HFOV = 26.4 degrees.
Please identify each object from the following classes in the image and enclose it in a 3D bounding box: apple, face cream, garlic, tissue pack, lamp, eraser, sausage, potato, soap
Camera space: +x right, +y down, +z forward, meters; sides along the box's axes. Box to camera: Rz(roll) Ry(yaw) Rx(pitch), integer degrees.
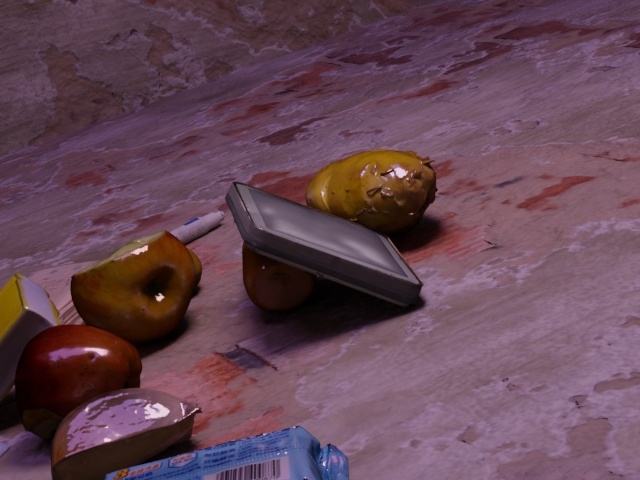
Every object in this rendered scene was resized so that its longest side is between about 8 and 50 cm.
[{"bbox_3d":[-0.315,0.181,1.793,0.158,0.147,0.156,-11,-3,12],"label":"apple"},{"bbox_3d":[-0.231,-0.021,2.502,0.130,0.034,0.034,-29,21,-34],"label":"face cream"},{"bbox_3d":[-0.246,0.235,1.668,0.195,0.087,0.101,-18,31,-18],"label":"garlic"},{"bbox_3d":[-0.457,0.124,2.197,0.170,0.071,0.325,-12,17,19],"label":"tissue pack"},{"bbox_3d":[0.000,0.000,1.971,0.266,0.047,0.269,21,12,-15],"label":"lamp"},{"bbox_3d":[-0.462,0.162,1.918,0.226,0.069,0.158,-50,23,3],"label":"eraser"},{"bbox_3d":[-0.279,0.071,2.055,0.195,0.160,0.173,-26,24,-32],"label":"apple"},{"bbox_3d":[-0.067,0.025,2.114,0.112,0.112,0.328,-16,15,0],"label":"sausage"},{"bbox_3d":[0.088,-0.078,2.214,0.173,0.140,0.300,-5,1,-26],"label":"potato"},{"bbox_3d":[-0.113,0.276,1.426,0.293,0.077,0.156,-14,17,4],"label":"soap"}]

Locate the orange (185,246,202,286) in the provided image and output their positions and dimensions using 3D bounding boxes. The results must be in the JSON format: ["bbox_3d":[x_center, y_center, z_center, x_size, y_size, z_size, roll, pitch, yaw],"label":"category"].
[{"bbox_3d":[-0.233,0.051,2.209,0.085,0.085,0.095,-24,30,-23],"label":"orange"}]

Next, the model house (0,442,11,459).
[{"bbox_3d":[-0.452,0.292,1.658,0.088,0.117,0.167,9,25,19],"label":"model house"}]
